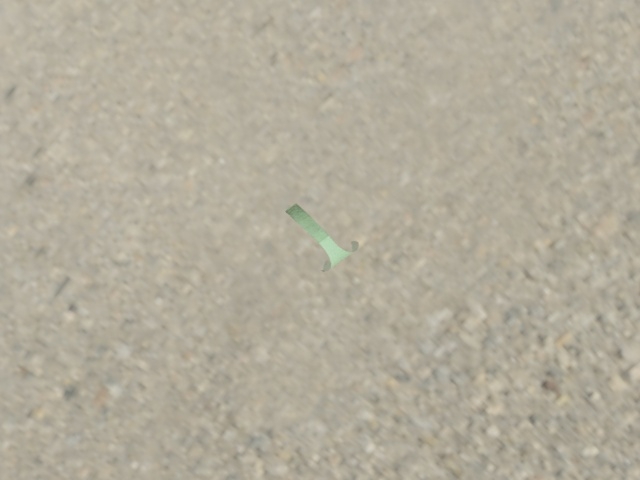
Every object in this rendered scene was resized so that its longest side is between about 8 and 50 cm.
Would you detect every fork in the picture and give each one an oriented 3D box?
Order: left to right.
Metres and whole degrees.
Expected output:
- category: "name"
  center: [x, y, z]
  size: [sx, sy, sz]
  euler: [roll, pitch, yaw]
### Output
- category: "fork"
  center: [0.001, 0.002, 1.209]
  size: [0.039, 0.235, 0.021]
  euler: [-40, 78, 3]
